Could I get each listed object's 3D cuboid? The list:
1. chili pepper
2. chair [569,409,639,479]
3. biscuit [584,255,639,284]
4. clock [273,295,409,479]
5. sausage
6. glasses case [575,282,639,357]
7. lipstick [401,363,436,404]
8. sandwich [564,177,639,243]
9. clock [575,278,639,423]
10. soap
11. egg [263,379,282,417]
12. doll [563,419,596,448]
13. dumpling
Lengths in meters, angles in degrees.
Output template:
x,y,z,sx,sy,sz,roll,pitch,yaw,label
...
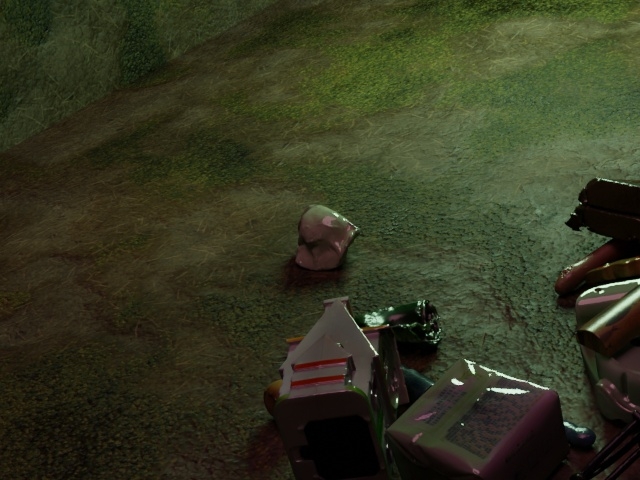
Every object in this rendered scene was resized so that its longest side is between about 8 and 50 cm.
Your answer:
x,y,z,sx,sy,sz,roll,pitch,yaw,label
0.117,0.153,1.959,0.216,0.062,0.108,0,27,26,chili pepper
0.470,0.283,1.444,0.260,0.154,0.141,-41,56,-5,chair
0.563,0.042,1.874,0.239,0.041,0.212,-10,-4,37,biscuit
0.041,0.229,1.686,0.166,0.235,0.309,-10,30,11,clock
0.494,0.042,1.984,0.186,0.043,0.043,-30,33,-24,sausage
0.469,0.110,1.668,0.170,0.041,0.065,-32,32,-21,glasses case
0.122,0.220,1.851,0.053,0.053,0.234,-28,30,-21,lipstick
0.622,-0.057,1.990,0.212,0.109,0.292,-11,19,-36,sandwich
0.540,0.176,1.669,0.265,0.108,0.324,-10,31,9,clock
0.230,0.293,1.587,0.182,0.138,0.199,15,42,44,soap
-0.059,0.267,1.837,0.071,0.071,0.083,-28,25,-20,egg
0.360,0.285,1.655,0.037,0.027,0.125,-35,32,-32,doll
-0.001,0.000,2.257,0.169,0.100,0.134,32,89,26,dumpling
